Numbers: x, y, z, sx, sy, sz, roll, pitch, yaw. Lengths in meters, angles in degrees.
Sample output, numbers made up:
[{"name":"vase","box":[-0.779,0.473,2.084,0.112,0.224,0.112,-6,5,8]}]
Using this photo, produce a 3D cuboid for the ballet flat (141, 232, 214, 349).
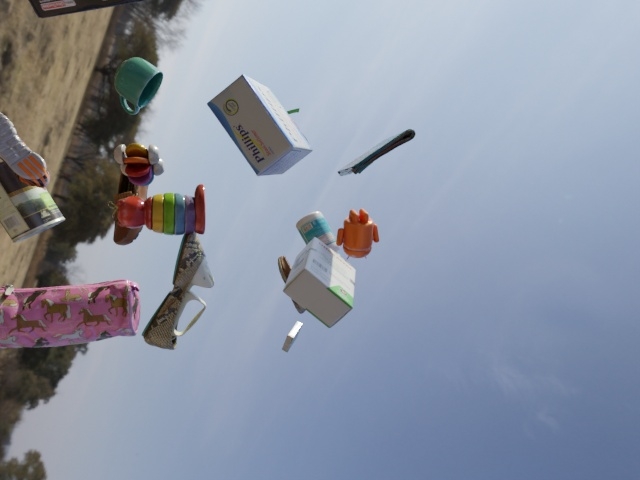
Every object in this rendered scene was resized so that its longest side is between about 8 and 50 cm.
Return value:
[{"name":"ballet flat","box":[-0.514,0.200,1.761,0.164,0.182,0.482,-115,-131,-82]}]

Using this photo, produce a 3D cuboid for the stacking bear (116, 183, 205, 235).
[{"name":"stacking bear","box":[-0.557,-0.097,1.613,0.164,0.289,0.175,-109,-154,-44]}]

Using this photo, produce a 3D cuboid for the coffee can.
[{"name":"coffee can","box":[-1.158,-0.156,1.771,0.202,0.275,0.201,-24,-167,6]}]

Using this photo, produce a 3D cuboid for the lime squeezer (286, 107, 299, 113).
[{"name":"lime squeezer","box":[-0.250,-0.562,1.974,0.059,0.311,0.109,-146,-111,-78]}]

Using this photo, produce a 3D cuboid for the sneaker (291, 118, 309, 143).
[{"name":"sneaker","box":[-0.149,-0.471,2.108,0.128,0.087,0.221,-35,-130,0]}]

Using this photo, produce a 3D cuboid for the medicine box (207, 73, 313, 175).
[{"name":"medicine box","box":[-0.180,-0.356,1.470,0.149,0.263,0.289,-35,-178,13]}]

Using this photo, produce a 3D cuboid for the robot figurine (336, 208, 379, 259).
[{"name":"robot figurine","box":[0.158,-0.020,1.911,0.128,0.158,0.219,19,-61,34]}]

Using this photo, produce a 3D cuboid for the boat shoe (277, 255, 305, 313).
[{"name":"boat shoe","box":[-0.119,0.211,2.324,0.117,0.123,0.324,-26,-114,-2]}]

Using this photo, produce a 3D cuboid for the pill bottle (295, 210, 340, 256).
[{"name":"pill bottle","box":[0.000,0.000,2.245,0.146,0.146,0.264,-39,-104,43]}]

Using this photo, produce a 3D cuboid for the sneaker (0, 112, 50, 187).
[{"name":"sneaker","box":[-1.088,-0.305,1.618,0.125,0.321,0.180,-40,-179,-26]}]

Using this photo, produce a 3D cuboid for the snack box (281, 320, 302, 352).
[{"name":"snack box","box":[-0.143,0.488,2.334,0.100,0.037,0.141,-67,171,27]}]

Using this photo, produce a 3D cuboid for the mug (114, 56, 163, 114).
[{"name":"mug","box":[-0.557,-0.467,1.371,0.157,0.097,0.129,-56,-170,-5]}]

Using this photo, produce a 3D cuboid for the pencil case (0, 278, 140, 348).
[{"name":"pencil case","box":[-0.702,0.201,1.282,0.167,0.387,0.160,101,-18,-48]}]

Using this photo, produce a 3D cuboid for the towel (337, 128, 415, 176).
[{"name":"towel","box":[0.208,-0.336,1.804,0.272,0.040,0.370,-33,-171,-2]}]

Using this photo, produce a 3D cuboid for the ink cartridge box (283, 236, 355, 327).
[{"name":"ink cartridge box","box":[0.007,0.138,1.613,0.121,0.211,0.289,-47,-171,20]}]

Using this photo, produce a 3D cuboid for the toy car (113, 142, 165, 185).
[{"name":"toy car","box":[-0.679,-0.274,1.727,0.182,0.159,0.136,102,-16,-64]}]

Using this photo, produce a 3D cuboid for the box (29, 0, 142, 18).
[{"name":"box","box":[-0.556,-0.666,1.007,0.293,0.296,0.073,79,7,-47]}]

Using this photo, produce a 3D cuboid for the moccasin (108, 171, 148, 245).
[{"name":"moccasin","box":[-0.791,-0.166,1.886,0.139,0.147,0.379,1,-106,27]}]
